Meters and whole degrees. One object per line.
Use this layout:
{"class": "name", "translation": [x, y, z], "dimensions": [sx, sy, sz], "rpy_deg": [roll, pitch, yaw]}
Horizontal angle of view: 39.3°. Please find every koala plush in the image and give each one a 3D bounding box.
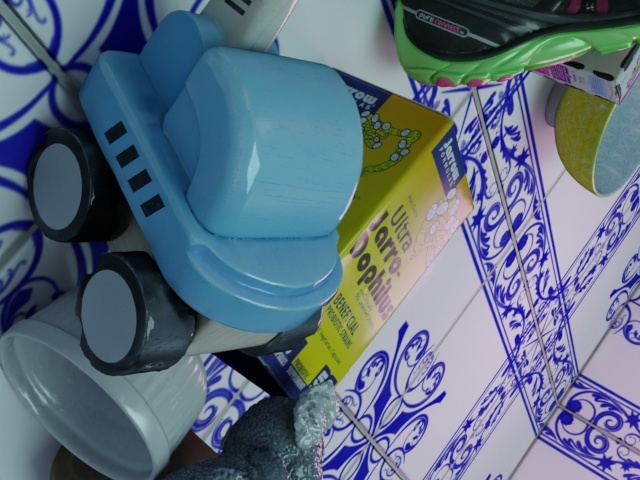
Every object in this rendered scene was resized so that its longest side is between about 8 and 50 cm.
{"class": "koala plush", "translation": [-0.061, 0.250, 0.937], "dimensions": [0.196, 0.203, 0.221], "rpy_deg": [-34, -160, 43]}

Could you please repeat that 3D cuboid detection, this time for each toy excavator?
{"class": "toy excavator", "translation": [-0.070, -0.158, 0.800], "dimensions": [0.222, 0.433, 0.445], "rpy_deg": [1, 142, -48]}

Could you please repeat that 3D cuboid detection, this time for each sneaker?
{"class": "sneaker", "translation": [0.324, -0.340, 1.143], "dimensions": [0.483, 0.185, 0.202], "rpy_deg": [-18, 108, -7]}

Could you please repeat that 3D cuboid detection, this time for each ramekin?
{"class": "ramekin", "translation": [-0.211, 0.138, 0.908], "dimensions": [0.109, 0.207, 0.207], "rpy_deg": [-47, 147, -36]}

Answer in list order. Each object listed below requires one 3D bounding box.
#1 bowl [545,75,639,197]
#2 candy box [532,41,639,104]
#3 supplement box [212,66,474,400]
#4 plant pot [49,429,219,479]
{"class": "bowl", "translation": [0.514, -0.240, 1.660], "dimensions": [0.289, 0.156, 0.289], "rpy_deg": [-35, 141, -35]}
{"class": "candy box", "translation": [0.378, -0.318, 1.333], "dimensions": [0.159, 0.233, 0.071], "rpy_deg": [-55, 148, -7]}
{"class": "supplement box", "translation": [0.000, 0.000, 1.094], "dimensions": [0.356, 0.195, 0.194], "rpy_deg": [-51, 147, -16]}
{"class": "plant pot", "translation": [-0.198, 0.316, 1.059], "dimensions": [0.263, 0.263, 0.229], "rpy_deg": [-41, 125, -28]}
